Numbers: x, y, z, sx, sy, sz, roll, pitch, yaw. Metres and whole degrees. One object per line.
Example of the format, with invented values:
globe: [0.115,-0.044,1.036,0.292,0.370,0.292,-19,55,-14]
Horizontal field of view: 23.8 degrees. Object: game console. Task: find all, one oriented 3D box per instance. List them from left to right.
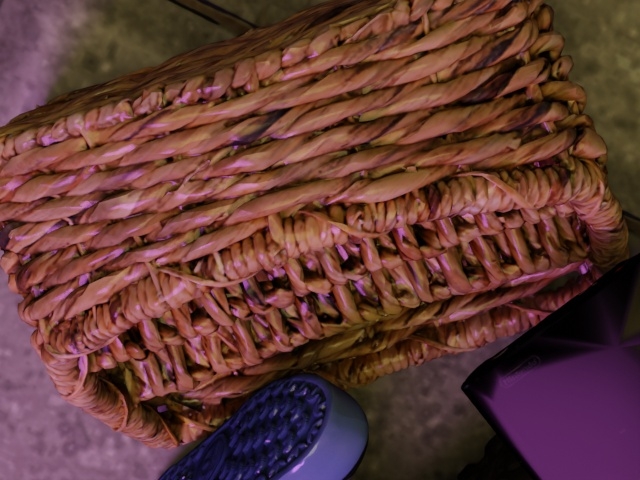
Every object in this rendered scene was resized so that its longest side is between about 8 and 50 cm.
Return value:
game console: [0.103,0.179,0.754,0.361,0.044,0.213,-40,88,22]

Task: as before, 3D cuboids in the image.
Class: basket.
basket: [0.000,0.000,0.773,0.299,0.213,0.223,-18,101,6]

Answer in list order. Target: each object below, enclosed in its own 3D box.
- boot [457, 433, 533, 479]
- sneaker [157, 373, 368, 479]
boot: [0.262,0.274,0.858,0.445,0.146,0.367,42,110,-4]
sneaker: [-0.022,0.144,0.831,0.090,0.081,0.232,30,146,-16]
